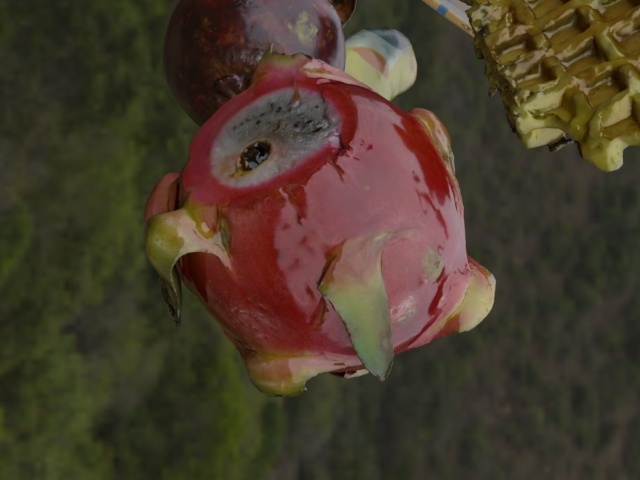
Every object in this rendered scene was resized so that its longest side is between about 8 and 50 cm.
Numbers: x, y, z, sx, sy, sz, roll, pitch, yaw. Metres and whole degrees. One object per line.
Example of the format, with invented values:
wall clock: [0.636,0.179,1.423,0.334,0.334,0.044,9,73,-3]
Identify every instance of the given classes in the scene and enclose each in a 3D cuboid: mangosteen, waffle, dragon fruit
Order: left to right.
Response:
mangosteen: [-0.045,-0.158,1.423,0.181,0.156,0.145,-66,151,-66]
dragon fruit: [-0.002,-0.002,1.204,0.224,0.224,0.227,-71,148,-46]
waffle: [0.239,-0.178,1.383,0.060,0.307,0.312,57,43,-41]

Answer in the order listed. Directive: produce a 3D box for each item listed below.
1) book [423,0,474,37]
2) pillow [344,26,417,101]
book: [0.122,-0.312,1.925,0.242,0.018,0.170,34,37,-16]
pillow: [0.063,-0.118,1.918,0.214,0.086,0.233,-51,129,-43]
